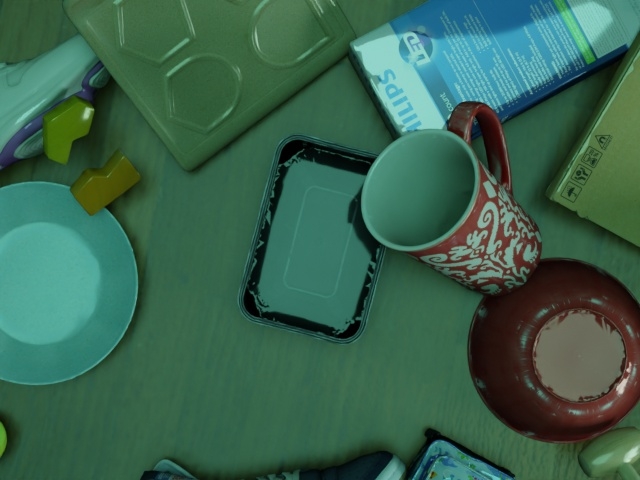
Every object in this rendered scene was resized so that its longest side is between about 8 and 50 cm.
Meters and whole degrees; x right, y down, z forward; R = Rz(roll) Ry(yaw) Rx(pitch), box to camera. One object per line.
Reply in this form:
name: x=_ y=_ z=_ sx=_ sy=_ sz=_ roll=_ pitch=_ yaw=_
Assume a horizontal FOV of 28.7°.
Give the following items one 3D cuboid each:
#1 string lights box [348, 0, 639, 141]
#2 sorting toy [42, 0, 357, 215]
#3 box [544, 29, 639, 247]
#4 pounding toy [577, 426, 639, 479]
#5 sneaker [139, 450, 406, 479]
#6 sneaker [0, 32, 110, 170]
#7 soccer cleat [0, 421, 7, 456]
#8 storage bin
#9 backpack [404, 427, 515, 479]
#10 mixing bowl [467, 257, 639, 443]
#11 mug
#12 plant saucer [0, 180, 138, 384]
string lights box: x=0.170 y=-0.186 z=1.193 sx=0.259 sy=0.077 sz=0.133 roll=-28 pitch=88 yaw=-1
sorting toy: x=-0.134 y=-0.172 z=1.148 sx=0.307 sy=0.041 sz=0.229 roll=-37 pitch=130 yaw=-3
box: x=0.329 y=-0.091 z=1.178 sx=0.164 sy=0.021 sz=0.201 roll=27 pitch=99 yaw=-16
pounding toy: x=0.255 y=0.317 z=1.135 sx=0.154 sy=0.155 sz=0.270 roll=-15 pitch=88 yaw=-5
sneaker: x=-0.069 y=0.244 z=1.168 sx=0.282 sy=0.099 sz=0.153 roll=-35 pitch=90 yaw=2
sneaker: x=-0.337 y=-0.125 z=1.173 sx=0.305 sy=0.114 sz=0.152 roll=-34 pitch=86 yaw=-2
soccer cleat: x=-0.426 y=0.255 z=1.184 sx=0.289 sy=0.121 sz=0.093 roll=-29 pitch=45 yaw=-13
storage bin: x=0.000 y=0.000 z=1.184 sx=0.122 sy=0.084 sz=0.180 roll=14 pitch=89 yaw=0
backpack: x=0.120 y=0.253 z=1.174 sx=0.105 sy=0.084 sz=0.114 roll=29 pitch=91 yaw=3
mixing bowl: x=0.233 y=0.106 z=1.173 sx=0.181 sy=0.098 sz=0.181 roll=0 pitch=89 yaw=1
mug: x=0.139 y=-0.029 z=1.128 sx=0.150 sy=0.169 sz=0.113 roll=-47 pitch=52 yaw=8
plant saucer: x=-0.270 y=0.041 z=1.206 sx=0.194 sy=0.037 sz=0.195 roll=0 pitch=89 yaw=0
